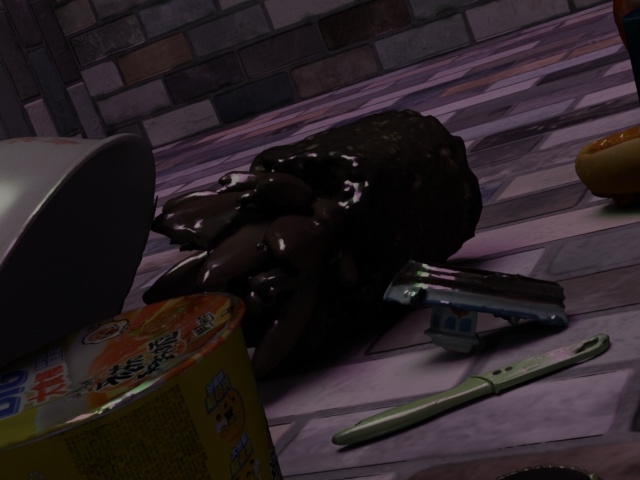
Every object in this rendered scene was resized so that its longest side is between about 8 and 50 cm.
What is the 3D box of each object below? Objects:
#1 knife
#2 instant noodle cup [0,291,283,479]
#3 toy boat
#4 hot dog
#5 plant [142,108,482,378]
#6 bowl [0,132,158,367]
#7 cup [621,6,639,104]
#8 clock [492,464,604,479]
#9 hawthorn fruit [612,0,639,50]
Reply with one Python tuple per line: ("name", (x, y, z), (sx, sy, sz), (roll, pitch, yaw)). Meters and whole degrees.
("knife", (0.105, 0.104, 0.796), (0.207, 0.014, 0.030), (-20, 13, 1))
("instant noodle cup", (-0.112, 0.139, 0.683), (0.205, 0.153, 0.205), (-21, 10, 4))
("toy boat", (0.118, 0.053, 0.877), (0.140, 0.066, 0.059), (9, 5, 5))
("hot dog", (0.340, -0.078, 1.023), (0.102, 0.076, 0.249), (5, -15, -41))
("plant", (0.000, 0.000, 1.032), (0.321, 0.181, 0.194), (-32, 21, -34))
("bowl", (-0.273, 0.045, 0.870), (0.157, 0.345, 0.345), (26, 22, 5))
("cup", (0.408, -0.185, 1.192), (0.176, 0.155, 0.131), (-21, 13, 7))
("clock", (0.114, 0.142, 0.620), (0.074, 0.010, 0.083), (-27, 14, -22))
("hawthorn fruit", (0.484, -0.282, 1.354), (0.242, 0.242, 0.272), (-13, 4, 33))
